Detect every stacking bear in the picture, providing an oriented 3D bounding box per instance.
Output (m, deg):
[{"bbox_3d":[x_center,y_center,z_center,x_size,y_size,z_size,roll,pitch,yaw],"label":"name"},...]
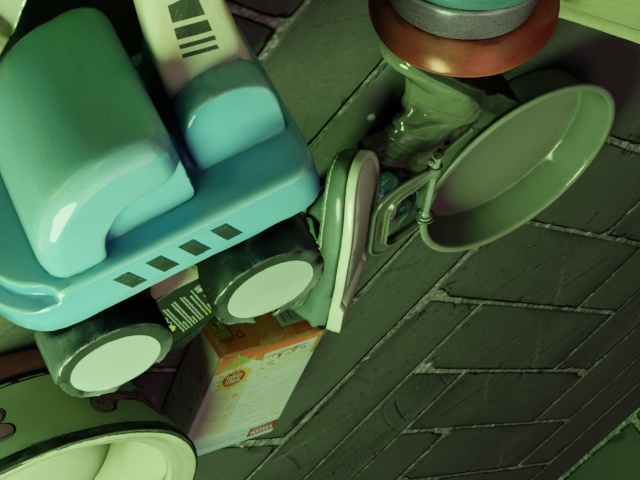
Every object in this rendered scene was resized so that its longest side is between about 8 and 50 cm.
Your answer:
[{"bbox_3d":[0.131,-0.297,1.078,0.175,0.164,0.289,10,134,7],"label":"stacking bear"}]

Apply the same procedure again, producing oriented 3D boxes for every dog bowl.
[{"bbox_3d":[-0.351,0.282,1.465,0.408,0.150,0.408,-27,153,-15],"label":"dog bowl"}]

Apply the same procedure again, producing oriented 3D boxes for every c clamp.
[{"bbox_3d":[0.108,-0.044,1.442,0.137,0.022,0.160,-33,158,-25],"label":"c clamp"}]

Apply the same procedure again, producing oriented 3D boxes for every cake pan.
[{"bbox_3d":[0.235,-0.102,1.620,0.293,0.054,0.293,-27,152,-16],"label":"cake pan"}]

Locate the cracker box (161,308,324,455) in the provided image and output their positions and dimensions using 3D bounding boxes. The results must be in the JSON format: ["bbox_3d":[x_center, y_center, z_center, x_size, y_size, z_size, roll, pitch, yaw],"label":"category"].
[{"bbox_3d":[-0.107,0.179,1.667,0.156,0.067,0.232,-14,145,-35],"label":"cracker box"}]

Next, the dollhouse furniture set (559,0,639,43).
[{"bbox_3d":[0.433,-0.283,1.175,0.394,0.256,0.362,-8,112,-17],"label":"dollhouse furniture set"}]

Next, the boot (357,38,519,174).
[{"bbox_3d":[0.100,-0.137,1.391,0.161,0.083,0.246,-40,152,22],"label":"boot"}]

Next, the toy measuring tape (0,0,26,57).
[{"bbox_3d":[-0.195,-0.231,0.854,0.121,0.121,0.330,-8,145,-42],"label":"toy measuring tape"}]

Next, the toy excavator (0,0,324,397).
[{"bbox_3d":[-0.110,-0.118,0.970,0.433,0.222,0.445,-27,153,-3],"label":"toy excavator"}]

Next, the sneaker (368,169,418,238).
[{"bbox_3d":[0.081,-0.054,1.517,0.076,0.065,0.166,-42,170,-14],"label":"sneaker"}]

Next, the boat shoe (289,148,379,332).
[{"bbox_3d":[0.000,0.000,1.454,0.319,0.099,0.116,97,14,-59],"label":"boat shoe"}]

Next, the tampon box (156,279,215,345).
[{"bbox_3d":[-0.194,0.049,1.300,0.161,0.120,0.101,-34,152,-2],"label":"tampon box"}]

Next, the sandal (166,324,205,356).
[{"bbox_3d":[-0.137,0.036,1.434,0.254,0.054,0.097,-53,157,12],"label":"sandal"}]
